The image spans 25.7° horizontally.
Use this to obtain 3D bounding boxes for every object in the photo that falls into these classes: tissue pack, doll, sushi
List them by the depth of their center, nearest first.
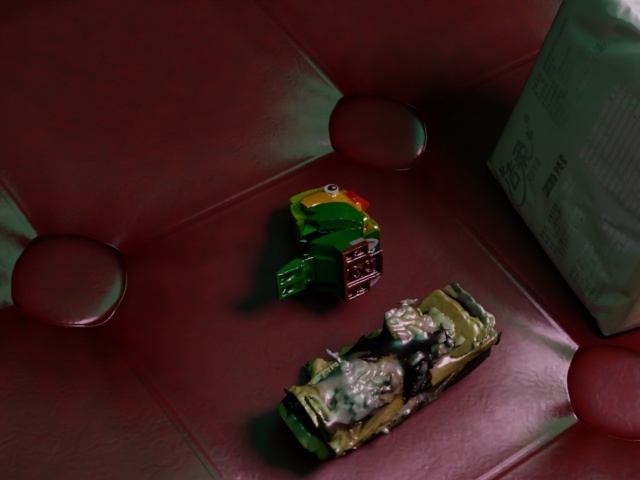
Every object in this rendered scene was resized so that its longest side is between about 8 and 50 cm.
[{"bbox_3d":[0.073,0.144,1.671,0.291,0.131,0.139,-33,66,-21],"label":"sushi"},{"bbox_3d":[0.416,-0.131,1.773,0.205,0.405,0.332,-15,57,-25],"label":"tissue pack"},{"bbox_3d":[0.009,-0.001,1.782,0.134,0.106,0.186,-6,36,1],"label":"doll"}]
